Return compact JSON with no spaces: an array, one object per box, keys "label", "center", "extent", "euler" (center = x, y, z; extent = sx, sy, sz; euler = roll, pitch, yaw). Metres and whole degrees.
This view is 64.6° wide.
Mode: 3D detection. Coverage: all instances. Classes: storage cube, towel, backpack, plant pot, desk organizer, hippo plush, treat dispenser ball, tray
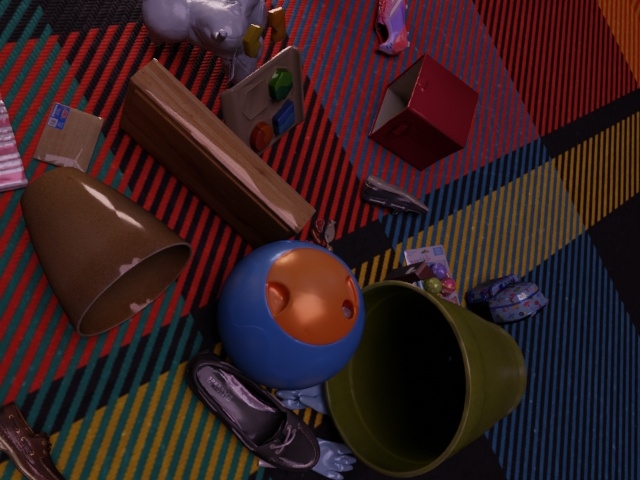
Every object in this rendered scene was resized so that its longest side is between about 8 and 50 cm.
[{"label":"storage cube","center":[0.277,-0.337,1.352],"extent":[0.193,0.183,0.215],"euler":[30,65,-18]},{"label":"towel","center":[-0.638,-0.174,0.924],"extent":[0.144,0.029,0.197],"euler":[-17,87,-30]},{"label":"backpack","center":[0.502,0.158,1.343],"extent":[0.158,0.173,0.117],"euler":[-21,87,-29]},{"label":"plant pot","center":[0.256,0.287,1.099],"extent":[0.352,0.366,0.367],"euler":[12,71,-42]},{"label":"plant pot","center":[-0.403,-0.002,0.906],"extent":[0.254,0.237,0.237],"euler":[46,60,9]},{"label":"desk organizer","center":[0.217,0.093,1.237],"extent":[0.050,0.130,0.047],"euler":[50,60,-9]},{"label":"hippo plush","center":[-0.264,-0.463,1.125],"extent":[0.236,0.234,0.295],"euler":[11,57,5]},{"label":"treat dispenser ball","center":[-0.057,0.143,0.988],"extent":[0.287,0.288,0.289],"euler":[7,73,-26]},{"label":"tray","center":[-0.218,-0.148,1.032],"extent":[0.411,0.202,0.076],"euler":[42,62,-12]}]

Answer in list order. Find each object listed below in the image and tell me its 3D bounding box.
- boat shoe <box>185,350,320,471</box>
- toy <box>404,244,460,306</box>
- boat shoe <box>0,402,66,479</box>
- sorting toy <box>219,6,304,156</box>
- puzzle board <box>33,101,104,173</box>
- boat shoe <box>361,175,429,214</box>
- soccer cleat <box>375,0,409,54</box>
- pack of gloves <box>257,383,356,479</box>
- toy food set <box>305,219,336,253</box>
[{"label":"boat shoe","center":[-0.130,0.346,0.989],"extent":[0.335,0.095,0.112],"euler":[42,75,-5]},{"label":"toy","center":[0.314,0.128,1.321],"extent":[0.136,0.056,0.238],"euler":[-7,80,-30]},{"label":"boat shoe","center":[-0.480,0.348,0.843],"extent":[0.060,0.064,0.178],"euler":[-43,95,-27]},{"label":"sorting toy","center":[-0.116,-0.321,1.095],"extent":[0.041,0.307,0.229],"euler":[33,59,24]},{"label":"puzzle board","center":[-0.500,-0.204,1.011],"extent":[0.096,0.011,0.128],"euler":[17,69,-22]},{"label":"boat shoe","center":[0.196,-0.105,1.332],"extent":[0.206,0.075,0.065],"euler":[21,111,-27]},{"label":"soccer cleat","center":[0.197,-0.653,1.458],"extent":[0.095,0.083,0.248],"euler":[-1,80,-23]},{"label":"pack of gloves","center":[-0.002,0.402,1.090],"extent":[0.231,0.046,0.195],"euler":[20,67,-21]},{"label":"toy food set","center":[0.000,0.000,1.212],"extent":[0.077,0.019,0.122],"euler":[16,70,-23]}]
